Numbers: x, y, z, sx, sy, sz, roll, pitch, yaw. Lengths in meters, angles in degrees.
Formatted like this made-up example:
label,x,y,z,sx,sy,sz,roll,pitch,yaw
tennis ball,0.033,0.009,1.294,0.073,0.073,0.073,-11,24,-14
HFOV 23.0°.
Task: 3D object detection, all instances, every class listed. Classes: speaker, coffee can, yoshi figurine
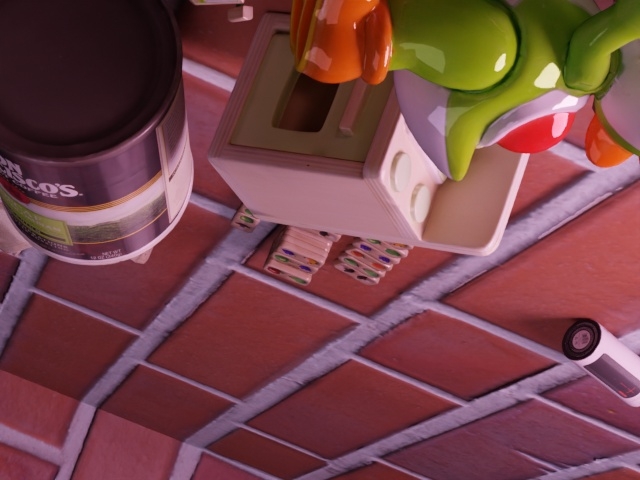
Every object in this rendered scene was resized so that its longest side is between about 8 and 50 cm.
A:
label,x,y,z,sx,sy,sz,roll,pitch,yaw
speaker,0.341,0.144,1.845,0.055,0.055,0.136,-1,152,45
coffee can,-0.223,-0.114,1.478,0.201,0.202,0.275,18,161,5
yoshi figurine,0.170,-0.161,1.012,0.362,0.204,0.203,9,154,-8

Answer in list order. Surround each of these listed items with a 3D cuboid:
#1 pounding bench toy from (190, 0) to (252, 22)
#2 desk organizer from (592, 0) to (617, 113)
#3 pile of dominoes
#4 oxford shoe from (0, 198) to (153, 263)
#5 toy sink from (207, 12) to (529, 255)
label,x,y,z,sx,sy,sz,roll,pitch,yaw
pounding bench toy,-0.076,-0.221,1.255,0.052,0.065,0.083,3,155,36
desk organizer,0.246,-0.129,1.212,0.047,0.050,0.130,-12,144,-9
pile of dominoes,0.000,0.000,1.809,0.196,0.040,0.251,22,161,-7
oxford shoe,-0.362,-0.057,1.702,0.396,0.147,0.140,8,-171,-4
toy sink,0.047,-0.095,1.347,0.234,0.153,0.131,11,158,26
